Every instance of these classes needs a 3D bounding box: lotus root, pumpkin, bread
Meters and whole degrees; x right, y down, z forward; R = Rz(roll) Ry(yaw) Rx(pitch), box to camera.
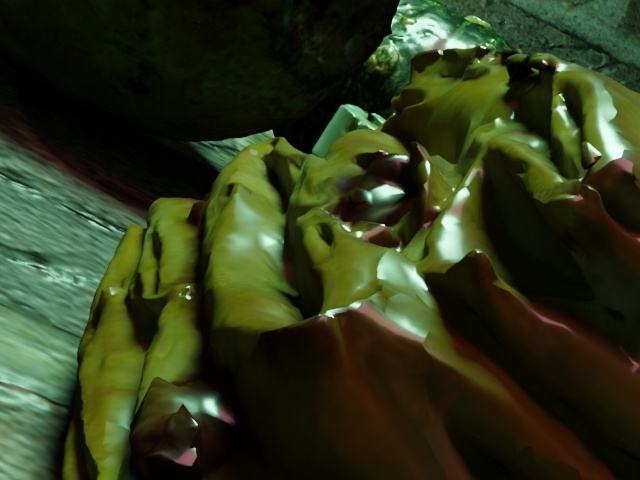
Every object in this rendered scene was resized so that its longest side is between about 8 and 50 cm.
[{"bbox_3d":[-0.100,-0.191,0.849,0.346,0.250,0.250,33,11,37],"label":"lotus root"},{"bbox_3d":[0.057,-0.071,0.954,0.190,0.146,0.190,29,13,-7],"label":"pumpkin"},{"bbox_3d":[0.100,0.058,0.454,0.324,0.167,0.277,27,12,-13],"label":"bread"}]

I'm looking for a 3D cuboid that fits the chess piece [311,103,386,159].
[{"bbox_3d":[0.000,0.000,0.613,0.067,0.103,0.067,28,12,-7],"label":"chess piece"}]
